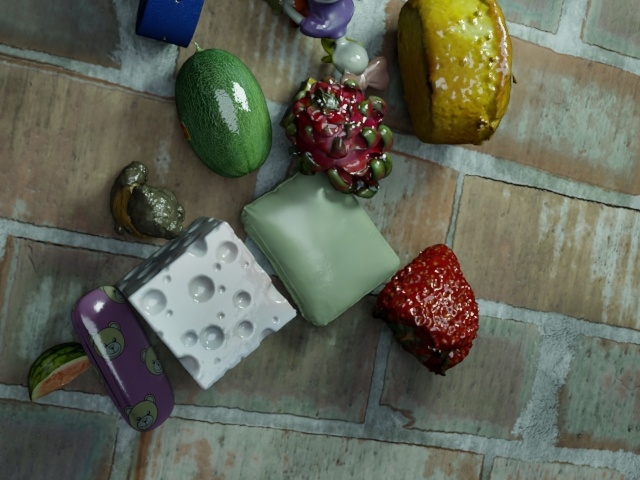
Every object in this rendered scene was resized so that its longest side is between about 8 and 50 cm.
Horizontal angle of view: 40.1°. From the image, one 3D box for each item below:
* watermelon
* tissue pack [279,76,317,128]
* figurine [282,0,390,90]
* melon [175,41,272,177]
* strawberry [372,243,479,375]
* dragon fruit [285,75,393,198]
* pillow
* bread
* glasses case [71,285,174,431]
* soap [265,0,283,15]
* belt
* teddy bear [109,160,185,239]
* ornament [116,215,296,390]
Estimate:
[{"bbox_3d":[-0.538,0.250,1.789,0.163,0.087,0.069,-31,66,-17],"label":"watermelon"},{"bbox_3d":[0.011,-0.262,1.916,0.169,0.082,0.120,30,85,-19],"label":"tissue pack"},{"bbox_3d":[0.031,-0.475,1.800,0.154,0.193,0.420,-38,135,-27],"label":"figurine"},{"bbox_3d":[-0.201,-0.268,1.793,0.182,0.182,0.287,-21,101,-16],"label":"melon"},{"bbox_3d":[0.254,0.146,1.944,0.258,0.261,0.261,-40,105,-10],"label":"strawberry"},{"bbox_3d":[0.051,-0.202,1.783,0.273,0.198,0.218,42,90,-11],"label":"dragon fruit"},{"bbox_3d":[0.000,0.000,1.910,0.255,0.120,0.322,-36,103,-14],"label":"pillow"},{"bbox_3d":[0.279,-0.378,1.870,0.204,0.337,0.358,-7,88,-10],"label":"bread"},{"bbox_3d":[-0.402,0.244,1.800,0.123,0.076,0.316,-37,107,-46],"label":"glasses case"},{"bbox_3d":[-0.057,-0.611,1.873,0.135,0.076,0.233,43,81,-15],"label":"soap"},{"bbox_3d":[-0.271,-0.562,1.727,0.117,0.212,0.346,12,105,-18],"label":"belt"},{"bbox_3d":[-0.346,-0.062,1.754,0.140,0.190,0.177,-44,111,-18],"label":"teddy bear"},{"bbox_3d":[-0.237,0.116,1.777,0.240,0.239,0.239,-39,105,-11],"label":"ornament"}]
